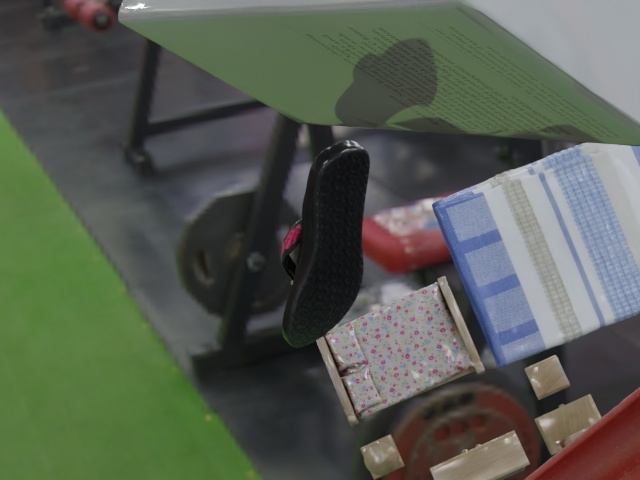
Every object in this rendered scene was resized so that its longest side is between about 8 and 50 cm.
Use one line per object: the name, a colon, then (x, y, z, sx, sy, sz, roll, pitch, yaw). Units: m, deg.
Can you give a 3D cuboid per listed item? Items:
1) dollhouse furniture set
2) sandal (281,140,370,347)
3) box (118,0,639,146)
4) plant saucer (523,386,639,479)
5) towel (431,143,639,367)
dollhouse furniture set: (0.158, 0.145, 1.856, 0.303, 0.355, 0.174, -24, -12, 2)
sandal: (0.000, 0.000, 1.075, 0.067, 0.179, 0.040, -18, 41, -37)
box: (0.062, -0.191, 0.855, 0.168, 0.215, 0.345, 28, -10, -35)
plant saucer: (0.198, 0.227, 0.828, 0.048, 0.259, 0.258, 8, 54, -24)
towel: (0.283, 0.003, 1.641, 0.285, 0.209, 0.034, -21, -6, -18)
